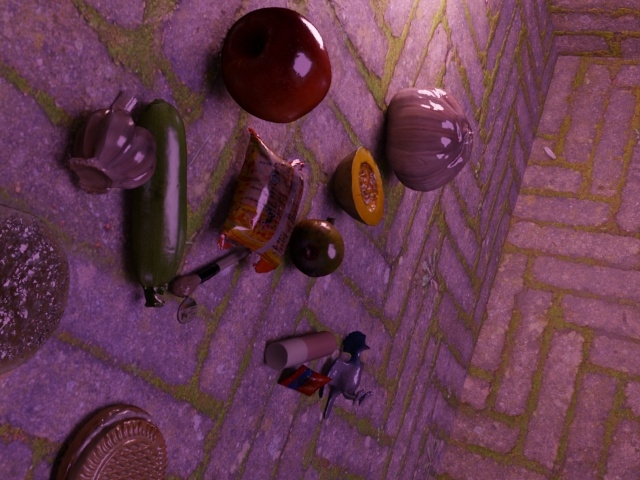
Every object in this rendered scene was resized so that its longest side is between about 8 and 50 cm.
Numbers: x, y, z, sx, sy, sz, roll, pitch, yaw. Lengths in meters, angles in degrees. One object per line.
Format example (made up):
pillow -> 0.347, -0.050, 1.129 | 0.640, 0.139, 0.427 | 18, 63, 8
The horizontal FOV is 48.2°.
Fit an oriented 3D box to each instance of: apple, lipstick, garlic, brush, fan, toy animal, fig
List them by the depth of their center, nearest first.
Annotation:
garlic -> -0.324, -0.167, 1.172 | 0.131, 0.127, 0.194 | 64, 25, -42
apple -> -0.087, -0.346, 1.423 | 0.201, 0.218, 0.218 | 29, 73, -68
fan -> -0.275, 0.137, 1.460 | 0.060, 0.003, 0.080 | -53, 142, -41
brush -> -0.213, 0.057, 1.514 | 0.299, 0.042, 0.039 | -30, 152, -56
fig -> 0.000, 0.000, 1.827 | 0.245, 0.149, 0.149 | -55, 148, -70
lipstick -> -0.046, 0.281, 1.849 | 0.254, 0.070, 0.070 | 0, 99, -61
toy animal -> 0.077, 0.405, 2.109 | 0.255, 0.176, 0.239 | -45, 147, 8
garlic -> 0.326, -0.303, 2.137 | 0.317, 0.259, 0.317 | -37, 132, -57

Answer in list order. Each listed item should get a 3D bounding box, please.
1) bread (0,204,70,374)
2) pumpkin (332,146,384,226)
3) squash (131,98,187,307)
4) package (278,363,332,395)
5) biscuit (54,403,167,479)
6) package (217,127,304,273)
bread -> -0.471, 0.076, 1.051 | 0.267, 0.040, 0.266 | -27, 122, -56
pumpkin -> 0.093, -0.143, 1.943 | 0.217, 0.110, 0.217 | 9, 79, -57
squash -> -0.287, -0.061, 1.279 | 0.101, 0.101, 0.378 | -11, 109, -60
package -> -0.037, 0.376, 1.909 | 0.083, 0.022, 0.200 | -40, 148, 6
biscuit -> -0.374, 0.430, 1.298 | 0.259, 0.079, 0.259 | -29, 124, -55
package -> -0.118, -0.083, 1.553 | 0.223, 0.108, 0.288 | 34, 63, -55
